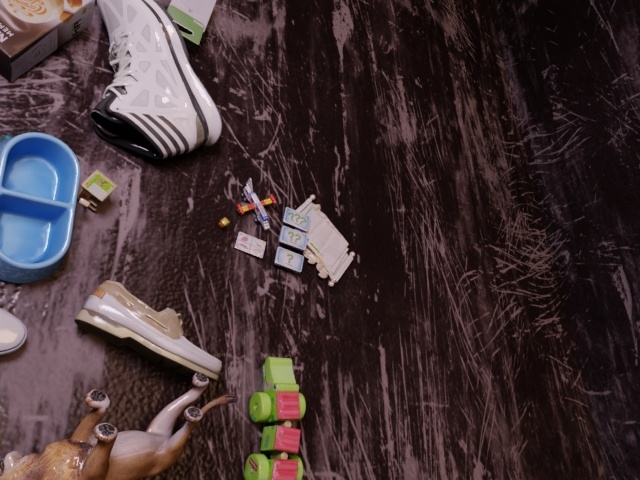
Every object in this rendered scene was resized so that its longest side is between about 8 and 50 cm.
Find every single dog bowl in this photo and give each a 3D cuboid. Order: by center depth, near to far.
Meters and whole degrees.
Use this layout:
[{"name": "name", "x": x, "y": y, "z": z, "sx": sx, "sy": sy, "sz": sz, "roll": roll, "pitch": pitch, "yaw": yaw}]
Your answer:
[{"name": "dog bowl", "x": -0.548, "y": -0.071, "z": 0.970, "sx": 0.166, "sy": 0.074, "sz": 0.297, "roll": 15, "pitch": 66, "yaw": -40}]

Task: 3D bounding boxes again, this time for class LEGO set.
[{"name": "LEGO set", "x": -0.135, "y": -0.042, "z": 1.313, "sx": 0.244, "sy": 0.060, "sz": 0.182, "roll": 23, "pitch": 56, "yaw": -20}]

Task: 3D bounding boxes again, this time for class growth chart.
[{"name": "growth chart", "x": 0.000, "y": 0.000, "z": 1.430, "sx": 0.237, "sy": 0.021, "sz": 0.172, "roll": 54, "pitch": 48, "yaw": -4}]

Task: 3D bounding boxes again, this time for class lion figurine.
[{"name": "lion figurine", "x": -0.340, "y": 0.370, "z": 0.886, "sx": 0.392, "sy": 0.240, "sz": 0.142, "roll": 12, "pitch": 23, "yaw": -46}]

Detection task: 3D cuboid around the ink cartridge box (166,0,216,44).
[{"name": "ink cartridge box", "x": -0.370, "y": -0.619, "z": 1.415, "sx": 0.109, "sy": 0.062, "sz": 0.209, "roll": 26, "pitch": 55, "yaw": -26}]

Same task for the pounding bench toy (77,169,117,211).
[{"name": "pounding bench toy", "x": -0.480, "y": -0.092, "z": 1.067, "sx": 0.052, "sy": 0.065, "sz": 0.083, "roll": 41, "pitch": 49, "yaw": -16}]

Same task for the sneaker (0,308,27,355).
[{"name": "sneaker", "x": -0.616, "y": 0.118, "z": 0.838, "sx": 0.258, "sy": 0.091, "sz": 0.094, "roll": 28, "pitch": 54, "yaw": -24}]

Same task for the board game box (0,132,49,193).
[{"name": "board game box", "x": -0.644, "y": -0.119, "z": 0.978, "sx": 0.126, "sy": 0.026, "sz": 0.186, "roll": 55, "pitch": 47, "yaw": -4}]

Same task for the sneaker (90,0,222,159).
[{"name": "sneaker", "x": -0.437, "y": -0.390, "z": 1.177, "sx": 0.257, "sy": 0.169, "sz": 0.447, "roll": -36, "pitch": 95, "yaw": -45}]

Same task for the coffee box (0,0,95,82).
[{"name": "coffee box", "x": -0.628, "y": -0.478, "z": 1.094, "sx": 0.141, "sy": 0.098, "sz": 0.246, "roll": 40, "pitch": 59, "yaw": -14}]

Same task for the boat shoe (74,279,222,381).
[{"name": "boat shoe", "x": -0.322, "y": 0.184, "z": 1.024, "sx": 0.302, "sy": 0.113, "sz": 0.103, "roll": 34, "pitch": 57, "yaw": -20}]

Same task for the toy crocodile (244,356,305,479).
[{"name": "toy crocodile", "x": -0.085, "y": 0.419, "z": 1.099, "sx": 0.115, "sy": 0.105, "sz": 0.340, "roll": 18, "pitch": 58, "yaw": -31}]
